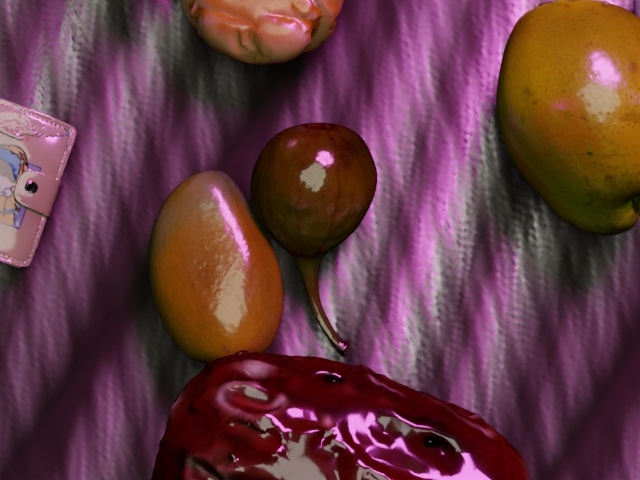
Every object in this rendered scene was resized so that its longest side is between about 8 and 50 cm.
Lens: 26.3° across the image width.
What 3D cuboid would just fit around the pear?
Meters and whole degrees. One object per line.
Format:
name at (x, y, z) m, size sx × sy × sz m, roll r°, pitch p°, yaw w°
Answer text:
pear at (0.261, -0.116, 1.313) m, size 0.188 × 0.187 × 0.219 m, roll -11°, pitch 78°, yaw -2°

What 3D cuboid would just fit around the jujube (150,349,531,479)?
jujube at (0.030, 0.246, 1.244) m, size 0.377 × 0.258 × 0.258 m, roll 23°, pitch 84°, yaw -4°

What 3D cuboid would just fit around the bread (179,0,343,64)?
bread at (-0.040, -0.324, 1.360) m, size 0.173 × 0.121 × 0.311 m, roll 14°, pitch 86°, yaw 6°

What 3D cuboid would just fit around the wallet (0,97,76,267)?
wallet at (-0.314, -0.058, 1.360) m, size 0.110 × 0.039 × 0.155 m, roll 19°, pitch 82°, yaw -9°

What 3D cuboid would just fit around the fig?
fig at (0.000, 0.000, 1.352) m, size 0.124 × 0.124 × 0.236 m, roll -6°, pitch 108°, yaw -2°

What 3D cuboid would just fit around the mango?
mango at (-0.102, 0.028, 1.334) m, size 0.130 × 0.092 × 0.194 m, roll -4°, pitch 89°, yaw 12°

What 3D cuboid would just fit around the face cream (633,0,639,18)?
face cream at (0.371, -0.158, 1.386) m, size 0.084 × 0.057 × 0.198 m, roll -11°, pitch 86°, yaw -1°
